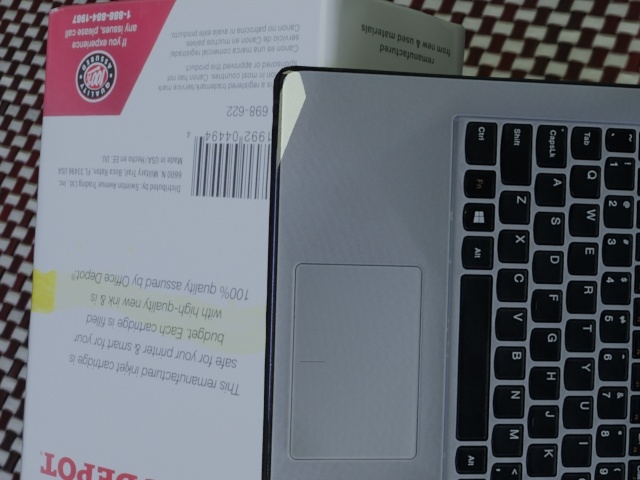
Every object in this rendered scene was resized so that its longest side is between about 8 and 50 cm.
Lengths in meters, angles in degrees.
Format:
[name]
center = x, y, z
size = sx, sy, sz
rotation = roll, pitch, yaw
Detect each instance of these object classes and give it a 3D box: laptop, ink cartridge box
[laptop]
center = 0.186, 0.095, 0.664
size = 0.407, 0.236, 0.382
rotation = 2, 90, -11
[ink cartridge box]
center = -0.063, 0.028, 0.891
size = 0.279, 0.160, 0.385
rotation = 5, 91, 39
